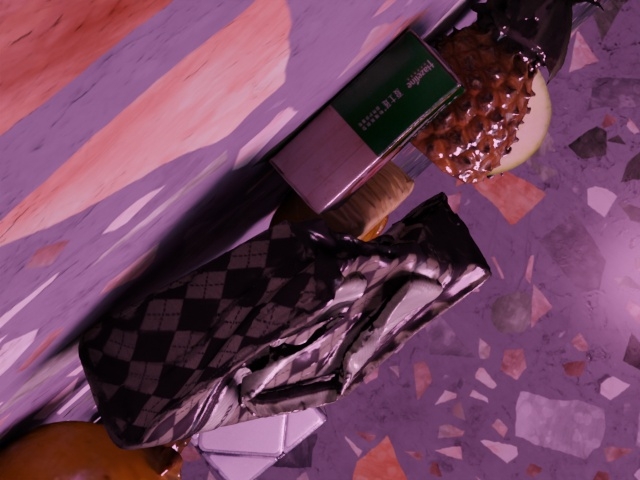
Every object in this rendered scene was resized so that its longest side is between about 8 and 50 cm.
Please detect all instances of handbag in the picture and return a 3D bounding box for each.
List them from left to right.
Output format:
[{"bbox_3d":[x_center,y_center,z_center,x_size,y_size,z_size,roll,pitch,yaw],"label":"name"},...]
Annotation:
[{"bbox_3d":[-0.014,0.077,1.359,0.317,0.180,0.416,-37,163,28],"label":"handbag"}]

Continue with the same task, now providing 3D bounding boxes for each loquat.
[{"bbox_3d":[-0.284,0.361,1.547,0.359,0.328,0.328,-54,180,-17],"label":"loquat"}]

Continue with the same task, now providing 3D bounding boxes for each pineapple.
[{"bbox_3d":[0.228,-0.237,1.385,0.364,0.165,0.165,-51,174,14],"label":"pineapple"}]

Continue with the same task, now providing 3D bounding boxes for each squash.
[{"bbox_3d":[0.240,-0.176,1.781,0.189,0.189,0.260,-43,-179,7],"label":"squash"}]

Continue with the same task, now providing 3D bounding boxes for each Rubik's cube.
[{"bbox_3d":[-0.131,0.270,2.123,0.205,0.207,0.205,-38,-172,1],"label":"Rubik's cube"}]

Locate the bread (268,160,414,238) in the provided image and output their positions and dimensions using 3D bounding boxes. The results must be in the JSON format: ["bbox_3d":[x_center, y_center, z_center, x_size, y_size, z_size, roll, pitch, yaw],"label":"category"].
[{"bbox_3d":[0.024,-0.045,1.632,0.140,0.106,0.236,-46,175,34],"label":"bread"}]

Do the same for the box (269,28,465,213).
[{"bbox_3d":[0.052,-0.120,1.284,0.199,0.081,0.135,-41,177,10],"label":"box"}]

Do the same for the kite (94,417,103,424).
[{"bbox_3d":[-0.315,0.280,2.125,0.204,0.022,0.360,-40,-174,-9],"label":"kite"}]

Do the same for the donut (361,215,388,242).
[{"bbox_3d":[0.001,-0.001,1.860,0.226,0.114,0.226,-41,176,-3],"label":"donut"}]
